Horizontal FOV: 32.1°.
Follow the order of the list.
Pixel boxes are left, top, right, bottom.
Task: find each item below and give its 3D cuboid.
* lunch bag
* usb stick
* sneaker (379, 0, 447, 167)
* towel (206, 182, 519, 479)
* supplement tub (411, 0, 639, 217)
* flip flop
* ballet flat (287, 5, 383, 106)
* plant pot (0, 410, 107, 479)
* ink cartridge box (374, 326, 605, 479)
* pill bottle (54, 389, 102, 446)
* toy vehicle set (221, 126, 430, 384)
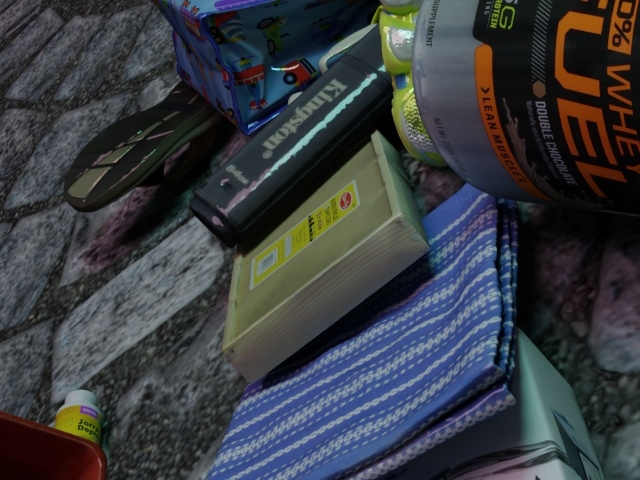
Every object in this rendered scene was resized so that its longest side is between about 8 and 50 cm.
[{"bbox_3d":[-0.011,-0.260,1.188,0.293,0.138,0.221,-27,31,-12],"label":"lunch bag"},{"bbox_3d":[0.000,-0.106,1.007,0.278,0.045,0.077,-44,59,-10],"label":"usb stick"},{"bbox_3d":[0.093,-0.172,0.957,0.091,0.126,0.240,2,76,6],"label":"sneaker"},{"bbox_3d":[0.027,0.070,0.766,0.243,0.040,0.336,-33,13,19],"label":"towel"},{"bbox_3d":[0.235,-0.112,0.690,0.338,0.207,0.207,11,61,53],"label":"supplement tub"},{"bbox_3d":[-0.167,-0.113,1.263,0.112,0.080,0.277,18,50,42],"label":"flip flop"},{"bbox_3d":[0.015,-0.133,1.076,0.231,0.077,0.077,-51,26,-10],"label":"ballet flat"},{"bbox_3d":[-0.342,0.283,0.835,0.236,0.267,0.267,-45,34,33],"label":"plant pot"},{"bbox_3d":[0.094,0.164,0.650,0.140,0.082,0.190,-33,35,18],"label":"ink cartridge box"},{"bbox_3d":[-0.222,0.177,1.019,0.043,0.043,0.083,-32,35,18],"label":"pill bottle"},{"bbox_3d":[0.000,0.000,0.910,0.166,0.035,0.267,-37,16,11],"label":"toy vehicle set"}]
